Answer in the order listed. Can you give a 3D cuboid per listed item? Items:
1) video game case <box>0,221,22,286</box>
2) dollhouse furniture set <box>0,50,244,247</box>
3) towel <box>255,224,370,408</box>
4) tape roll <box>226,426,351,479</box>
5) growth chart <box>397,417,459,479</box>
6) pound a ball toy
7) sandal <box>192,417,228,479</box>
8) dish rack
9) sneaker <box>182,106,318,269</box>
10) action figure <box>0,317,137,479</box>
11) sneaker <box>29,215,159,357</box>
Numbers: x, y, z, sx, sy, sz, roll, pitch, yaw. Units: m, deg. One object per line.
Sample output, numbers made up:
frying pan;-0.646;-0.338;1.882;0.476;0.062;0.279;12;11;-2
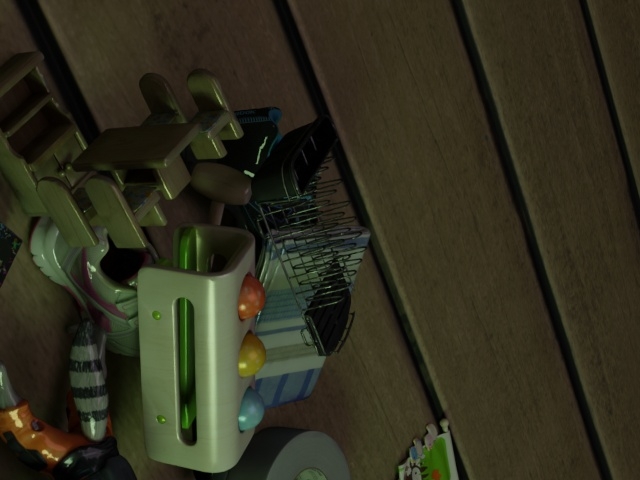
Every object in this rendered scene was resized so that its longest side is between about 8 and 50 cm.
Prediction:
video game case;-0.437;0.025;1.435;0.232;0.042;0.210;48;54;-43
dollhouse furniture set;-0.251;-0.120;1.519;0.212;0.242;0.161;-53;130;-40
towel;-0.043;0.108;1.880;0.209;0.034;0.285;-6;122;-49
tape roll;-0.045;0.376;1.951;0.219;0.072;0.219;-1;91;-53
growth chart;0.170;0.417;2.290;0.237;0.021;0.172;-41;121;-47
pound a ball toy;-0.119;0.091;1.660;0.208;0.136;0.319;-57;153;-59
sandal;-0.151;0.196;1.795;0.054;0.097;0.254;1;89;-27
dish rack;0.000;0.000;1.707;0.208;0.074;0.271;-59;132;-62
sneaker;-0.051;-0.041;1.859;0.341;0.140;0.125;54;26;-41
action figure;-0.285;0.270;1.514;0.341;0.178;0.330;-18;87;-68
sneaker;-0.237;0.058;1.650;0.252;0.111;0.103;52;51;-41
